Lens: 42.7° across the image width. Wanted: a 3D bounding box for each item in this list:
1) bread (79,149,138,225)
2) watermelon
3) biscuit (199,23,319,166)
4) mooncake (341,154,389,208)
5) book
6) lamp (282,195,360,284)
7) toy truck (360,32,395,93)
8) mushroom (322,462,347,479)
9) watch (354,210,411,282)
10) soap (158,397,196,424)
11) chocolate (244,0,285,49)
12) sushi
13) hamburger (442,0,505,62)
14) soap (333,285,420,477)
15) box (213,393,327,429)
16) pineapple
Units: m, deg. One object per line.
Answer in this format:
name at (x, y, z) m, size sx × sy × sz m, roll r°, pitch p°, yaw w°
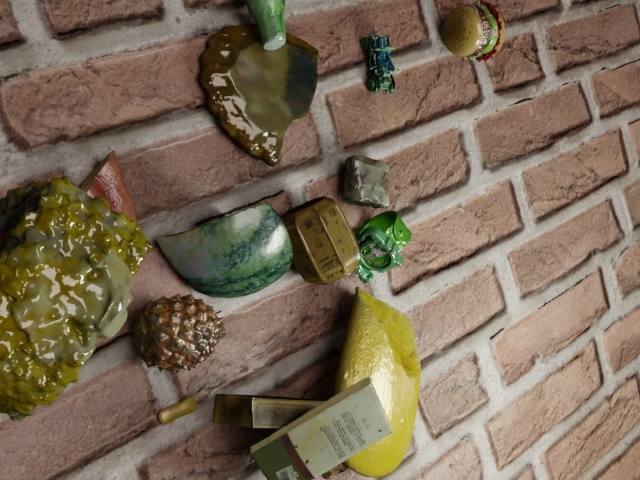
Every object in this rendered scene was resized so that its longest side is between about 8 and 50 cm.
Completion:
bread at (-0.425, -0.076, 1.613) m, size 0.119 × 0.067 × 0.192 m, roll -19°, pitch 98°, yaw -46°
watermelon at (-0.192, 0.021, 1.744) m, size 0.260 × 0.176 × 0.256 m, roll -27°, pitch 140°, yaw -38°
biscuit at (-0.118, -0.337, 1.880) m, size 0.329 × 0.078 × 0.335 m, roll -12°, pitch 90°, yaw -34°
mooncake at (0.109, -0.146, 2.034) m, size 0.130 × 0.073 × 0.125 m, roll 11°, pitch 75°, yaw -38°
book at (0.007, 0.420, 1.726) m, size 0.289 × 0.026 × 0.201 m, roll -29°, pitch 132°, yaw -7°
lamp at (0.000, 0.000, 1.884) m, size 0.161 × 0.161 × 0.185 m, roll -31°, pitch 104°, yaw -36°
toy truck at (0.163, -0.456, 2.110) m, size 0.080 × 0.078 × 0.154 m, roll -7°, pitch 89°, yaw -37°
mushroom at (-0.008, 0.474, 1.838) m, size 0.084 × 0.071 × 0.209 m, roll -36°, pitch 138°, yaw 9°
watch at (0.131, 0.000, 2.010) m, size 0.131 × 0.165 × 0.152 m, roll 49°, pitch 34°, yaw -21°
soap at (-0.296, 0.353, 1.699) m, size 0.089 × 0.012 × 0.034 m, roll -21°, pitch 97°, yaw -37°
chocolate at (-0.133, -0.573, 1.848) m, size 0.110 × 0.110 × 0.291 m, roll -5°, pitch 78°, yaw -38°
sushi at (-0.483, 0.088, 1.368) m, size 0.240 × 0.351 × 0.396 m, roll 40°, pitch 60°, yaw -27°
hamburger at (0.416, -0.581, 2.271) m, size 0.137 × 0.175 × 0.175 m, roll -6°, pitch 89°, yaw -32°
soap at (0.140, 0.341, 1.942) m, size 0.306 × 0.115 × 0.427 m, roll 34°, pitch 58°, yaw -50°
box at (-0.089, 0.371, 1.766) m, size 0.240 × 0.159 × 0.071 m, roll 11°, pitch 76°, yaw -35°
pineapple at (-0.273, 0.186, 1.649) m, size 0.193 × 0.166 × 0.166 m, roll -2°, pitch 86°, yaw -37°
